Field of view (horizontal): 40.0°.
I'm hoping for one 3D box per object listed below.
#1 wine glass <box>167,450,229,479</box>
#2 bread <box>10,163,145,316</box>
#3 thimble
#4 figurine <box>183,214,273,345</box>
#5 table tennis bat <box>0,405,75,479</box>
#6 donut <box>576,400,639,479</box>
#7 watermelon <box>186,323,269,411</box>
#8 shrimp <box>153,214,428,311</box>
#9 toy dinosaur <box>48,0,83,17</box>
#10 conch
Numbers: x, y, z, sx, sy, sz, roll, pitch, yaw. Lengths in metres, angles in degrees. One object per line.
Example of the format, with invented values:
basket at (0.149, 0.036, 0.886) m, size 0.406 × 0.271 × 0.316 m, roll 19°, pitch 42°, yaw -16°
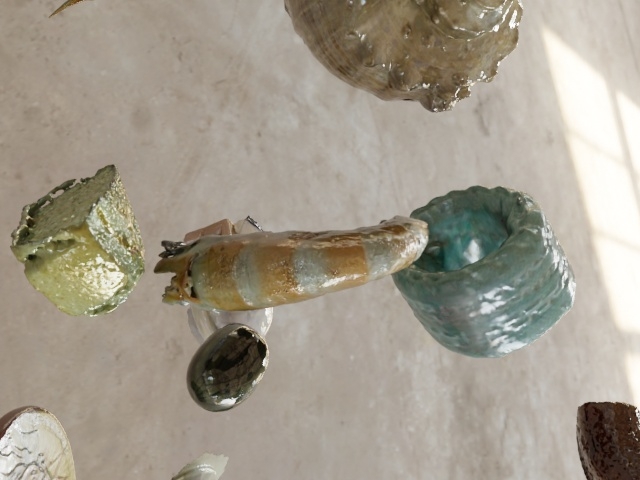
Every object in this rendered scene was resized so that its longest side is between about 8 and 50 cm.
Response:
wine glass at (-0.138, 0.518, 1.328) m, size 0.323 × 0.238 × 0.238 m, roll 45°, pitch 27°, yaw 23°
bread at (-0.206, 0.006, 0.795) m, size 0.110 × 0.103 × 0.156 m, roll 60°, pitch 10°, yaw -23°
thimble at (0.193, 0.038, 1.118) m, size 0.143 × 0.235 × 0.198 m, roll 55°, pitch 44°, yaw -29°
figurine at (-0.139, 0.080, 1.277) m, size 0.162 × 0.141 × 0.236 m, roll 44°, pitch 27°, yaw -41°
table tennis bat at (-0.318, 0.330, 0.917) m, size 0.200 × 0.038 × 0.310 m, roll 44°, pitch 44°, yaw -71°
donut at (0.366, 0.225, 0.899) m, size 0.085 × 0.217 × 0.141 m, roll 47°, pitch 41°, yaw -48°
watermelon at (-0.101, 0.138, 0.970) m, size 0.110 × 0.078 × 0.078 m, roll -54°, pitch 124°, yaw -31°
shrimp at (0.006, 0.006, 0.830) m, size 0.287 × 0.185 × 0.068 m, roll -18°, pitch 104°, yaw -33°
toy dinosaur at (-0.280, -0.304, 1.055) m, size 0.026 × 0.113 × 0.041 m, roll 73°, pitch -8°, yaw -67°
conch at (0.078, -0.281, 1.124) m, size 0.297 × 0.352 × 0.209 m, roll 32°, pitch 55°, yaw -30°
